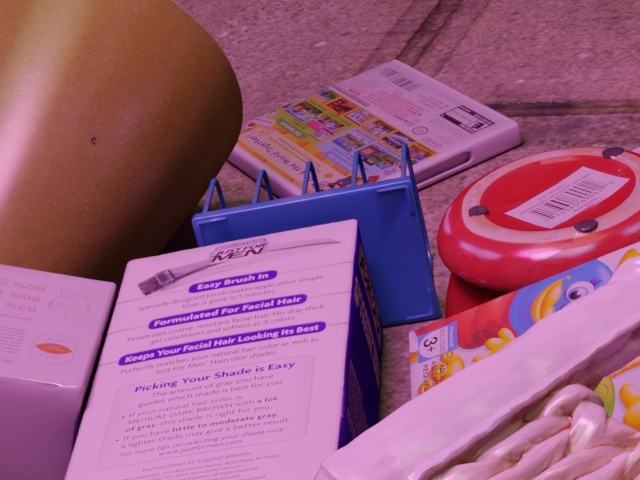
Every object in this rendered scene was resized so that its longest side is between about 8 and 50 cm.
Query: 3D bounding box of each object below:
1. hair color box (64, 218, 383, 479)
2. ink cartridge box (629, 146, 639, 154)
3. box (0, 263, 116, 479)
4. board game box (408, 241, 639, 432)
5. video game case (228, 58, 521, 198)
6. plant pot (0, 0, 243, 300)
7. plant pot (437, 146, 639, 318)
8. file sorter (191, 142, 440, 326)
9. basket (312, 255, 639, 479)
[{"bbox_3d":[-0.058,0.122,1.306,0.185,0.110,0.339,-10,29,10],"label":"hair color box"},{"bbox_3d":[0.352,-0.036,1.500,0.145,0.045,0.179,-24,47,-20],"label":"ink cartridge box"},{"bbox_3d":[-0.225,0.094,1.349,0.130,0.091,0.170,10,24,-1],"label":"box"},{"bbox_3d":[0.204,0.094,1.077,0.275,0.142,0.144,-23,42,22],"label":"board game box"},{"bbox_3d":[0.040,-0.093,1.747,0.206,0.026,0.227,-24,30,-19],"label":"video game case"},{"bbox_3d":[-0.235,-0.036,1.561,0.275,0.275,0.293,-2,46,23],"label":"plant pot"},{"bbox_3d":[0.172,0.040,1.282,0.191,0.174,0.191,-12,26,6],"label":"plant pot"},{"bbox_3d":[0.000,0.000,1.494,0.170,0.118,0.104,-10,25,8],"label":"file sorter"},{"bbox_3d":[0.209,0.192,0.794,0.328,0.331,0.266,-29,38,-26],"label":"basket"}]
